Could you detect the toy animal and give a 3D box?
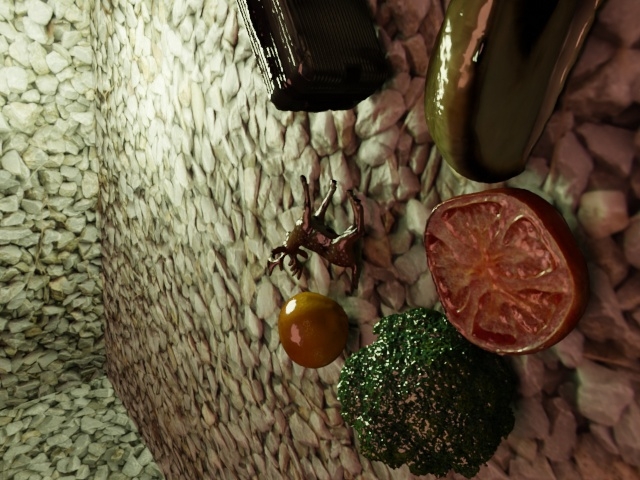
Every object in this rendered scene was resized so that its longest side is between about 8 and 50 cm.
[{"bbox_3d":[-0.016,0.002,1.016,0.243,0.087,0.260,37,124,41],"label":"toy animal"}]

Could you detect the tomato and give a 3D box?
[{"bbox_3d":[0.253,0.033,0.686,0.236,0.095,0.237,23,121,44],"label":"tomato"}]

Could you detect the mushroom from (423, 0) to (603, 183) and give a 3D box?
[{"bbox_3d":[0.191,-0.232,0.588,0.212,0.217,0.292,54,137,31],"label":"mushroom"}]

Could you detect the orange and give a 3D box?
[{"bbox_3d":[-0.011,0.177,1.012,0.136,0.159,0.159,-19,84,15],"label":"orange"}]

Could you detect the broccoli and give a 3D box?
[{"bbox_3d":[0.161,0.236,0.778,0.269,0.262,0.242,12,143,9],"label":"broccoli"}]

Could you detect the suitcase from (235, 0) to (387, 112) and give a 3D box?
[{"bbox_3d":[-0.023,-0.369,0.825,0.128,0.202,0.312,-26,79,51],"label":"suitcase"}]
